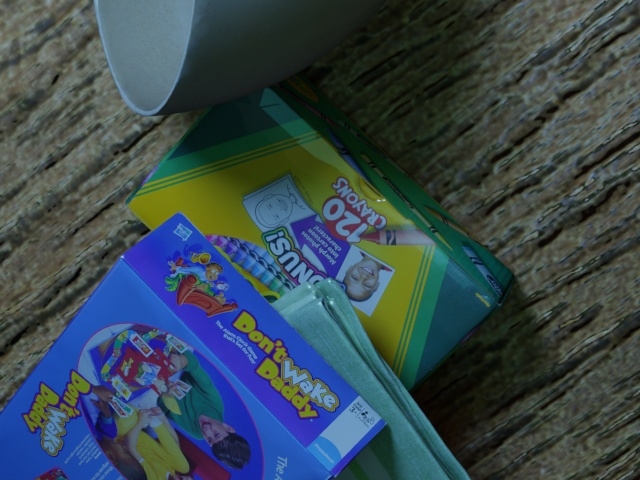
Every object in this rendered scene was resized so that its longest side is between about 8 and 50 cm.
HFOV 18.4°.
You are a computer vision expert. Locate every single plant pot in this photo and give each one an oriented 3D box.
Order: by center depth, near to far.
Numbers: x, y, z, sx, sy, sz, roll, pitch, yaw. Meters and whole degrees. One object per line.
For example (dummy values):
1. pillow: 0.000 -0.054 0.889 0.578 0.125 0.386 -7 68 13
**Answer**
1. plant pot: -0.047 -0.239 1.481 0.191 0.284 0.284 -4 109 -22

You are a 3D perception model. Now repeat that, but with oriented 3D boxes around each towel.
1. towel: -0.029 0.182 1.639 0.325 0.038 0.248 -29 98 45

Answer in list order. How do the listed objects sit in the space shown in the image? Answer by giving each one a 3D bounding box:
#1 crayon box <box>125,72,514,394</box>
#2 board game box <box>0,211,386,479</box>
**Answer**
1. crayon box: 0.000 0.000 1.614 0.278 0.081 0.165 43 113 -1
2. board game box: -0.130 0.166 1.623 0.233 0.078 0.347 46 136 3
